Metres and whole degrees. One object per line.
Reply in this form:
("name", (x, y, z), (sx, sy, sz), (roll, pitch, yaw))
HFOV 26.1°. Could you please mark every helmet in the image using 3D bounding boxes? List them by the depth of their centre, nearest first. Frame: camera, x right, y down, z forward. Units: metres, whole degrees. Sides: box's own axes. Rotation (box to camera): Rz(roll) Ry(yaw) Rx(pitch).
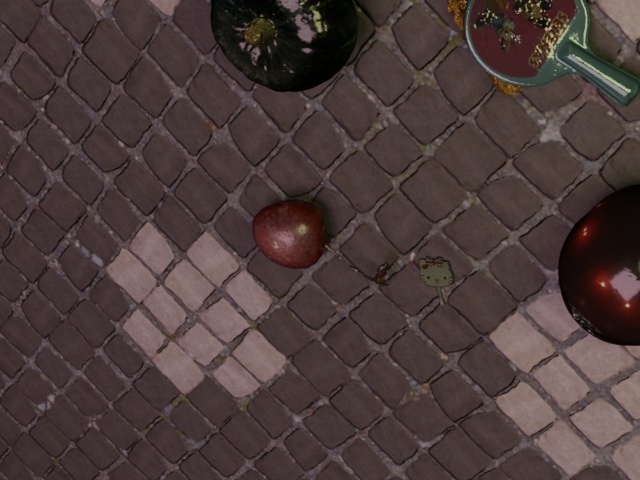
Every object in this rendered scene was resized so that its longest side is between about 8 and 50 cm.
("helmet", (0.405, 0.031, 1.762), (0.189, 0.193, 0.216), (44, 98, 12))

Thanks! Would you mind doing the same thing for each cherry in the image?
("cherry", (0.000, 0.000, 2.061), (0.226, 0.090, 0.107), (13, 109, 14))

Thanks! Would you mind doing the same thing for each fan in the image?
("fan", (0.173, 0.061, 2.038), (0.056, 0.004, 0.083), (0, 118, 31))

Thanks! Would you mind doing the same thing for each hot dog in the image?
("hot dog", (0.223, -0.264, 1.776), (0.071, 0.045, 0.165), (-26, 103, 41))

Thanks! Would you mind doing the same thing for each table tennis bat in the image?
("table tennis bat", (0.293, -0.247, 1.728), (0.244, 0.040, 0.153), (34, 105, 1))

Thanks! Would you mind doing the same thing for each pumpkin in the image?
("pumpkin", (-0.052, -0.298, 1.857), (0.212, 0.152, 0.211), (20, 142, 16))
